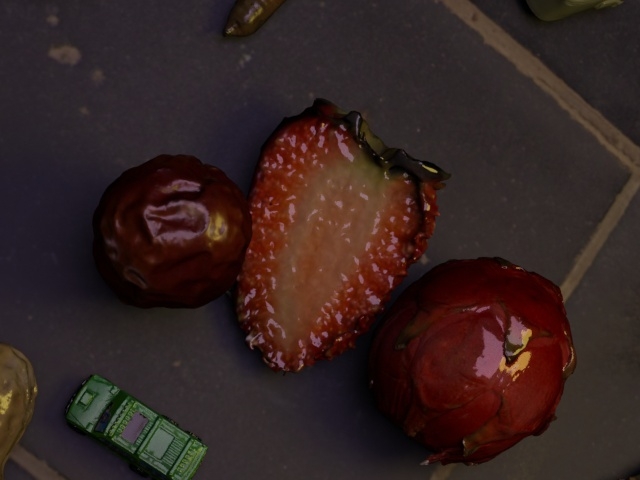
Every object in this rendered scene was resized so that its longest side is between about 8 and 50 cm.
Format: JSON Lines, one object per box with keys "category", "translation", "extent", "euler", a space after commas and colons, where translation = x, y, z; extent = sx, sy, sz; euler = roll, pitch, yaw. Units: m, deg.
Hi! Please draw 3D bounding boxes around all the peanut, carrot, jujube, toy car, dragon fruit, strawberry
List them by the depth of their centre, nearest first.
{"category": "peanut", "translation": [-0.380, 0.243, 1.353], "extent": [0.130, 0.130, 0.290], "euler": [21, 74, -13]}
{"category": "jujube", "translation": [-0.162, -0.002, 1.411], "extent": [0.174, 0.250, 0.174], "euler": [3, 75, -13]}
{"category": "toy car", "translation": [-0.204, 0.214, 1.449], "extent": [0.165, 0.062, 0.071], "euler": [35, 71, -8]}
{"category": "dragon fruit", "translation": [0.175, 0.135, 1.508], "extent": [0.252, 0.241, 0.241], "euler": [-24, 87, -9]}
{"category": "strawberry", "translation": [0.000, 0.000, 1.547], "extent": [0.233, 0.138, 0.306], "euler": [33, 95, 11]}
{"category": "carrot", "translation": [-0.013, -0.372, 1.641], "extent": [0.070, 0.070, 0.342], "euler": [42, 75, -6]}

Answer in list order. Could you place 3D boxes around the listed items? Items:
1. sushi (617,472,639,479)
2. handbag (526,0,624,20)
{"category": "sushi", "translation": [0.430, 0.416, 1.597], "extent": [0.109, 0.134, 0.272], "euler": [-13, 97, -7]}
{"category": "handbag", "translation": [0.338, -0.429, 1.766], "extent": [0.219, 0.079, 0.256], "euler": [-20, 85, -32]}
